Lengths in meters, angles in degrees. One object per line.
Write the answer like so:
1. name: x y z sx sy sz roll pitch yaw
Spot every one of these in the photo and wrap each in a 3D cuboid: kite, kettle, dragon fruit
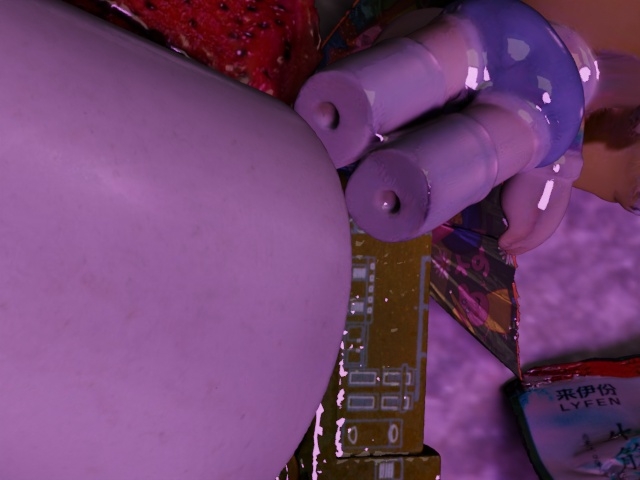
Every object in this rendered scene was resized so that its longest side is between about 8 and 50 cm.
1. kite: 0.054 -0.069 1.166 0.234 0.016 0.321 0 77 -37
2. kettle: -0.237 0.011 0.868 0.377 0.361 0.250 26 41 -46
3. dragon fruit: -0.128 -0.156 1.045 0.262 0.189 0.163 33 30 -23

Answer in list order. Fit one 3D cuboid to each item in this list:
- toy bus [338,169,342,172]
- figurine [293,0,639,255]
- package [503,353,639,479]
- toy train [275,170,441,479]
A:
1. toy bus: 0.000 0.000 1.138 0.052 0.037 0.130 -32 97 -30
2. figurine: 0.158 -0.098 1.091 0.224 0.205 0.382 43 44 0
3. package: 0.202 0.130 1.109 0.166 0.232 0.040 -7 125 -2
4. toy train: -0.003 0.063 1.077 0.137 0.090 0.225 0 97 -19
